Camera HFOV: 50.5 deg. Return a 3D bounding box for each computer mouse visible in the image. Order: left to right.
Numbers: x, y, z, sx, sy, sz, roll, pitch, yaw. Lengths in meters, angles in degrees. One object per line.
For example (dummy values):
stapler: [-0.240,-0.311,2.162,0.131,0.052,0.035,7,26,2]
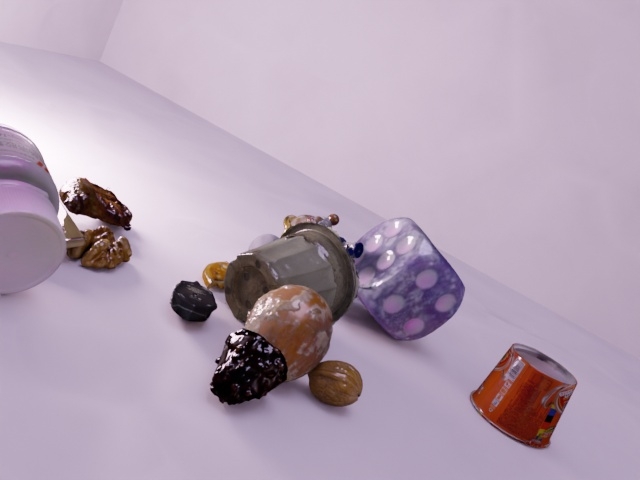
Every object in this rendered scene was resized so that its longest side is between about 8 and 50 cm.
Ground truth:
computer mouse: [-0.293,0.143,1.554,0.106,0.062,0.192,23,9,-11]

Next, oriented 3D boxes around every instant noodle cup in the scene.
instant noodle cup: [0.567,0.415,1.863,0.251,0.192,0.250,25,15,-7]

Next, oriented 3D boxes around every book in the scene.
book: [-0.649,-0.041,1.533,0.161,0.026,0.231,-10,35,-35]

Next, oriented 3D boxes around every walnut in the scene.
walnut: [-0.522,0.010,1.599,0.143,0.069,0.170,29,17,6]
walnut: [0.031,0.311,1.480,0.125,0.105,0.105,19,12,14]

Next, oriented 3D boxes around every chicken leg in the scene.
chicken leg: [-0.575,-0.087,1.731,0.177,0.083,0.322,38,2,24]

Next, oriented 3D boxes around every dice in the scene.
dice: [0.248,0.115,2.040,0.271,0.270,0.270,49,6,-32]

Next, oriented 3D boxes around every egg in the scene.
egg: [-0.071,0.203,1.469,0.195,0.195,0.233,25,47,-8]

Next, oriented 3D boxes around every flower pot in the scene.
flower pot: [-0.086,0.100,1.705,0.290,0.290,0.259,36,27,30]

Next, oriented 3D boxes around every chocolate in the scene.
chocolate: [-0.159,0.263,1.310,0.156,0.156,0.133,31,43,14]

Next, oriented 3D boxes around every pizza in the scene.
pizza: [-0.252,0.102,1.807,0.131,0.041,0.178,21,15,-14]

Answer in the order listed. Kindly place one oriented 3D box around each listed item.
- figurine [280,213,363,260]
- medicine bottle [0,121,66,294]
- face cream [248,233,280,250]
figurine: [0.010,-0.004,2.039,0.275,0.133,0.194,9,37,23]
medicine bottle: [-0.633,-0.065,1.315,0.241,0.241,0.302,12,31,-45]
face cream: [-0.159,0.043,2.024,0.117,0.117,0.104,24,22,-12]
